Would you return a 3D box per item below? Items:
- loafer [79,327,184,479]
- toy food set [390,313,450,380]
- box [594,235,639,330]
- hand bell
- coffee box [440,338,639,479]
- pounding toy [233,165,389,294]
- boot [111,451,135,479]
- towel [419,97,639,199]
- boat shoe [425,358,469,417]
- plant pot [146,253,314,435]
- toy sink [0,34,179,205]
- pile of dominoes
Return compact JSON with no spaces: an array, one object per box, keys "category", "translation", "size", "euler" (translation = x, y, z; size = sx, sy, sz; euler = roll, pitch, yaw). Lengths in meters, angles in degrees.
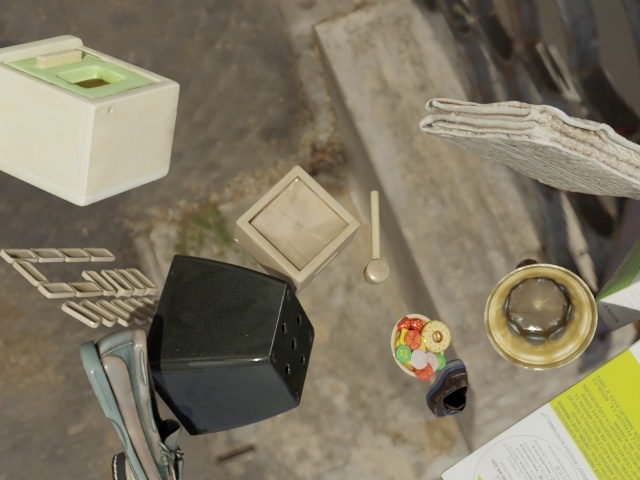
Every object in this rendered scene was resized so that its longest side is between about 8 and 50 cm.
[{"category":"loafer","translation":[-0.206,0.228,1.410],"size":[0.084,0.096,0.267],"euler":[-24,116,-9]},{"category":"toy food set","translation":[0.125,0.133,1.460],"size":[0.083,0.082,0.020],"euler":[25,156,-24]},{"category":"box","translation":[0.549,-0.004,1.605],"size":[0.322,0.058,0.232],"euler":[-31,-173,44]},{"category":"hand bell","translation":[0.261,0.059,1.423],"size":[0.126,0.126,0.242],"euler":[-28,-171,12]},{"category":"coffee box","translation":[0.414,0.336,1.455],"size":[0.334,0.338,0.338],"euler":[-39,160,19]},{"category":"pounding toy","translation":[0.011,-0.002,1.678],"size":[0.181,0.206,0.094],"euler":[-44,173,-18]},{"category":"boot","translation":[-0.362,0.493,1.751],"size":[0.284,0.138,0.377],"euler":[-4,115,1]},{"category":"towel","translation":[0.262,-0.101,1.294],"size":[0.282,0.049,0.187],"euler":[18,177,-41]},{"category":"boat shoe","translation":[0.253,0.310,2.298],"size":[0.066,0.066,0.183],"euler":[-12,145,-12]},{"category":"plant pot","translation":[-0.111,0.141,1.569],"size":[0.167,0.188,0.187],"euler":[-3,141,19]},{"category":"toy sink","translation":[-0.306,-0.155,1.354],"size":[0.153,0.234,0.131],"euler":[-27,134,-53]},{"category":"pile of dominoes","translation":[-0.343,0.081,1.761],"size":[0.251,0.196,0.040],"euler":[0,125,-59]}]
